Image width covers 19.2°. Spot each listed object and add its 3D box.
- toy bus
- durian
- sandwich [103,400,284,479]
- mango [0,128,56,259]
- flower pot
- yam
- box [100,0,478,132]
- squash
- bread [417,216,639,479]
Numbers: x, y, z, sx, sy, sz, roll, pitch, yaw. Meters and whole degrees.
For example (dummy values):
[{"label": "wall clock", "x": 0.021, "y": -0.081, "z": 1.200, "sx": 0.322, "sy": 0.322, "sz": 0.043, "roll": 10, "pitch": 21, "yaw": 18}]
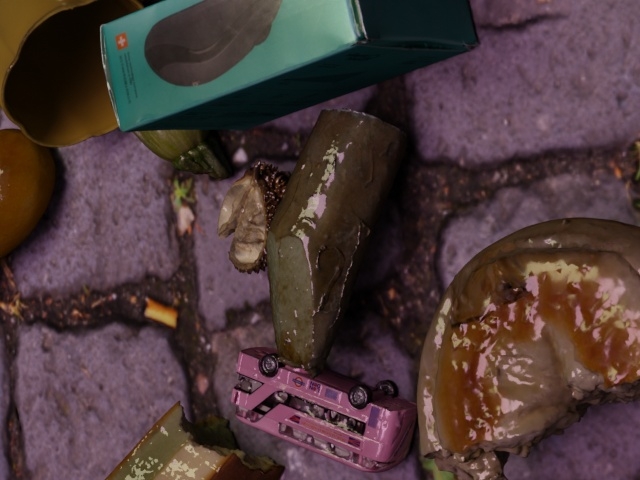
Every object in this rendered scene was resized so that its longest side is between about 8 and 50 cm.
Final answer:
[{"label": "toy bus", "x": 0.001, "y": 0.169, "z": 1.926, "sx": 0.203, "sy": 0.063, "sz": 0.090, "roll": 20, "pitch": 103, "yaw": 32}, {"label": "durian", "x": -0.054, "y": -0.032, "z": 1.947, "sx": 0.110, "sy": 0.071, "sz": 0.140, "roll": 54, "pitch": 144, "yaw": 36}, {"label": "sandwich", "x": -0.130, "y": 0.285, "z": 2.002, "sx": 0.108, "sy": 0.220, "sz": 0.186, "roll": 36, "pitch": 76, "yaw": 31}, {"label": "mango", "x": -0.389, "y": -0.033, "z": 2.166, "sx": 0.136, "sy": 0.099, "sz": 0.227, "roll": 49, "pitch": 116, "yaw": 26}, {"label": "flower pot", "x": -0.292, "y": -0.227, "z": 2.051, "sx": 0.179, "sy": 0.195, "sz": 0.195, "roll": 49, "pitch": 118, "yaw": 38}, {"label": "yam", "x": 0.000, "y": 0.000, "z": 1.866, "sx": 0.106, "sy": 0.106, "sz": 0.259, "roll": 21, "pitch": 88, "yaw": 33}, {"label": "box", "x": -0.035, "y": -0.199, "z": 1.848, "sx": 0.311, "sy": 0.205, "sz": 0.118, "roll": -16, "pitch": 85, "yaw": 36}, {"label": "squash", "x": -0.151, "y": -0.113, "z": 2.006, "sx": 0.105, "sy": 0.105, "sz": 0.132, "roll": -30, "pitch": 84, "yaw": 32}, {"label": "bread", "x": 0.211, "y": 0.085, "z": 1.707, "sx": 0.314, "sy": 0.171, "sz": 0.192, "roll": -36, "pitch": 70, "yaw": 30}]
